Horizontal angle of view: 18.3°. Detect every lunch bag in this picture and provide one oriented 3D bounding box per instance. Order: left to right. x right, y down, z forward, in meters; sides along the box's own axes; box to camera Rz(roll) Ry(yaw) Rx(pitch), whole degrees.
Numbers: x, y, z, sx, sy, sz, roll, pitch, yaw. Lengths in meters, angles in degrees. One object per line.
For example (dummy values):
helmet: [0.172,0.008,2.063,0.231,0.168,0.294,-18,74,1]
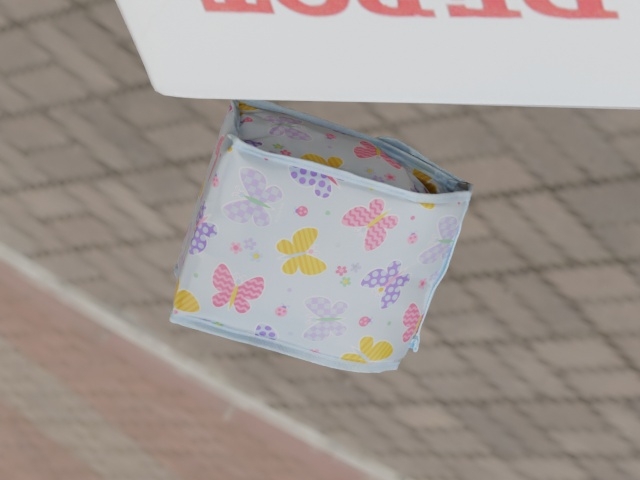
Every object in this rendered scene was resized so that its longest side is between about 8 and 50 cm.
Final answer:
lunch bag: [0.000,0.000,0.646,0.083,0.053,0.071,16,114,-7]

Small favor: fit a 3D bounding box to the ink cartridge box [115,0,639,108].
ink cartridge box: [0.039,-0.148,0.265,0.198,0.115,0.273,4,139,25]
